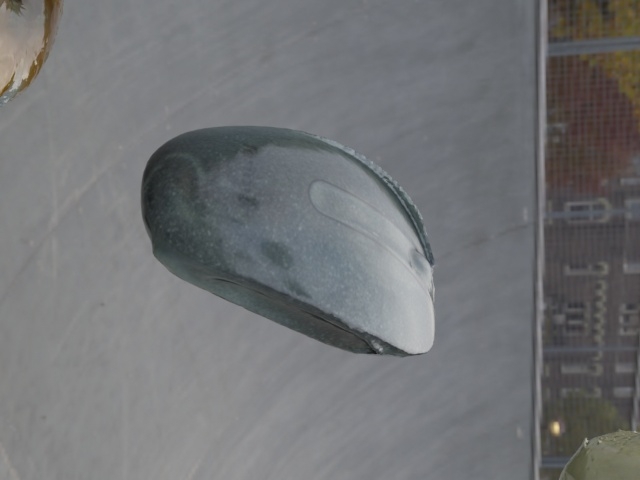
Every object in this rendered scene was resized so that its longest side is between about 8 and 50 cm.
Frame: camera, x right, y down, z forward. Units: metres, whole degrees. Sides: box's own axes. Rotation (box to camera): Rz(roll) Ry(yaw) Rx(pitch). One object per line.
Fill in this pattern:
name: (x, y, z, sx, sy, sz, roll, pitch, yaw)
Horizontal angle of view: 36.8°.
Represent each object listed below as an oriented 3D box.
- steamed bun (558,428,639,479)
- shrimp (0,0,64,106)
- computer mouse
steamed bun: (0.188, 0.171, 0.566, 0.130, 0.090, 0.113, -171, -109, -88)
shrimp: (-0.155, -0.194, 0.490, 0.152, 0.063, 0.287, 65, 28, -57)
computer mouse: (0.002, 0.000, 0.949, 0.374, 0.114, 0.203, 20, 50, -32)
